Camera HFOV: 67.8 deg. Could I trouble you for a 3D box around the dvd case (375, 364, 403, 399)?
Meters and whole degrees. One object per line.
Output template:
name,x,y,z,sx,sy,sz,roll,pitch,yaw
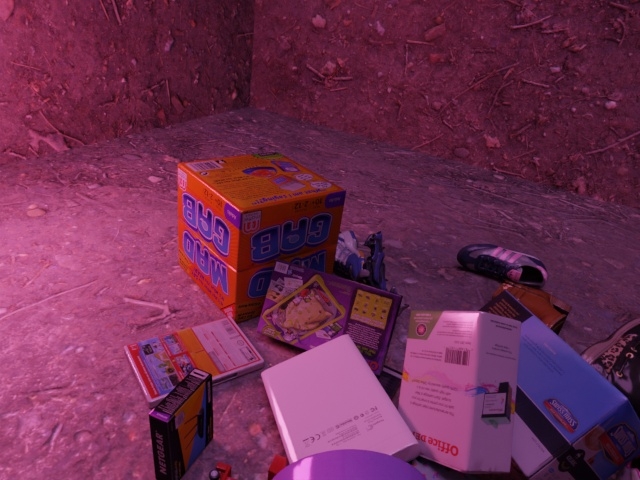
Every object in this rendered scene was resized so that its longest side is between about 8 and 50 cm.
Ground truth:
dvd case,0.090,0.361,1.160,0.165,0.018,0.221,19,31,22

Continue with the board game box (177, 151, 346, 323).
board game box,-0.192,-0.032,1.455,0.357,0.356,0.356,-15,36,-37

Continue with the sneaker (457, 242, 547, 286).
sneaker,0.659,0.091,1.714,0.319,0.112,0.131,8,25,2

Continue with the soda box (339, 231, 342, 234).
soda box,0.000,0.000,1.769,0.169,0.053,0.060,-19,38,-40

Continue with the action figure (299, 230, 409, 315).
action figure,0.090,0.142,1.361,0.330,0.341,0.178,11,-14,-10

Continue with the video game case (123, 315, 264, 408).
video game case,-0.312,0.288,1.180,0.285,0.025,0.204,-12,34,-33

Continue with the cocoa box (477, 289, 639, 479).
cocoa box,0.451,0.323,1.013,0.228,0.231,0.347,-41,34,5

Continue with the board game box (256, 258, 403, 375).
board game box,0.018,0.192,1.233,0.347,0.208,0.056,16,-3,18

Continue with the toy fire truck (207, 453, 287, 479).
toy fire truck,-0.147,0.469,0.863,0.135,0.047,0.192,13,28,9

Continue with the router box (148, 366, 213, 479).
router box,-0.260,0.355,0.908,0.046,0.178,0.133,16,30,19

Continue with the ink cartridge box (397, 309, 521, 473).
ink cartridge box,0.265,0.283,0.933,0.117,0.278,0.201,17,-15,-27

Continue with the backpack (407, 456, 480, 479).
backpack,0.211,0.477,0.873,0.182,0.115,0.152,18,29,19

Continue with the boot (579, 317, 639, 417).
boot,0.886,0.358,1.250,0.378,0.138,0.284,-13,33,-28

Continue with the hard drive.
hard drive,0.022,0.356,1.007,0.233,0.047,0.353,-22,29,-9

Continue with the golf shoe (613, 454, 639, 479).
golf shoe,0.690,0.471,0.991,0.115,0.140,0.306,27,32,34

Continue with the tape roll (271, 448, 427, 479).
tape roll,0.044,0.444,0.721,0.275,0.274,0.090,6,28,-4

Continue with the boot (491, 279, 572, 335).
boot,0.646,0.210,1.488,0.220,0.109,0.283,26,31,28

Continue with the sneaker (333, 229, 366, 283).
sneaker,0.083,0.076,1.626,0.131,0.111,0.296,-14,29,-4
